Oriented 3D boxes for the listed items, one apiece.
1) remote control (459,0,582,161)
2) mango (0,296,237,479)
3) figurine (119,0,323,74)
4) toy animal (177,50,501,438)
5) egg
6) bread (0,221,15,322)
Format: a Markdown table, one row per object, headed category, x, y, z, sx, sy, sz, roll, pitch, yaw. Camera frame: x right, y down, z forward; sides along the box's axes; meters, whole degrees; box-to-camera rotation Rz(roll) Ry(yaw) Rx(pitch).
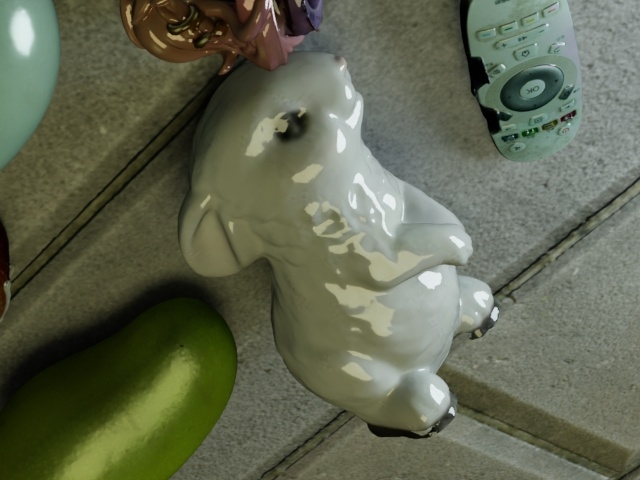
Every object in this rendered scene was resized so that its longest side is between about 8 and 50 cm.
| category | x | y | z | sx | sy | sz | roll | pitch | yaw |
| --- | --- | --- | --- | --- | --- | --- | --- | --- | --- |
| remote control | 0.171 | -0.151 | 1.112 | 0.097 | 0.045 | 0.256 | -18 | 142 | 3 |
| mango | -0.198 | 0.170 | 1.273 | 0.293 | 0.143 | 0.175 | -42 | 128 | 11 |
| figurine | -0.068 | -0.171 | 0.960 | 0.157 | 0.126 | 0.114 | -29 | 95 | 11 |
| toy animal | 0.000 | 0.000 | 1.140 | 0.257 | 0.194 | 0.357 | -14 | 128 | 33 |
| egg | -0.275 | -0.116 | 0.907 | 0.168 | 0.168 | 0.231 | 19 | 133 | -34 |
| bread | -0.340 | 0.029 | 1.114 | 0.160 | 0.073 | 0.160 | -10 | 139 | -9 |
